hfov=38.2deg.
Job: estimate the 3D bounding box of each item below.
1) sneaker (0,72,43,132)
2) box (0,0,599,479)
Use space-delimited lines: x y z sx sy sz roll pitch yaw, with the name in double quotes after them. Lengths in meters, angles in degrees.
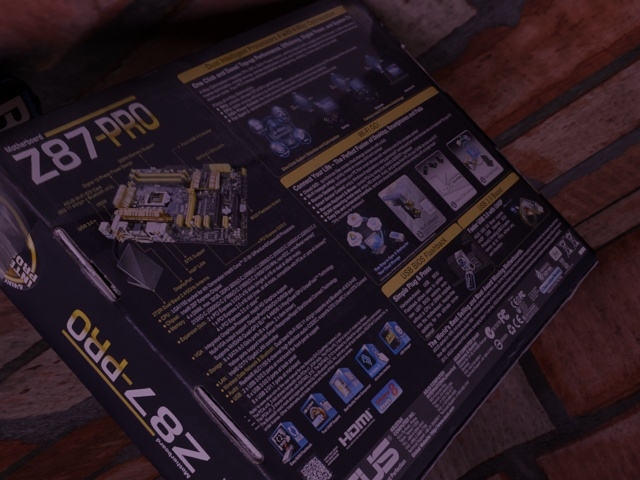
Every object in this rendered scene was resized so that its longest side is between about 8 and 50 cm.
-0.245 -0.067 0.615 0.121 0.079 0.217 -28 -158 -7 "sneaker"
0.000 0.000 0.661 0.395 0.318 0.097 -38 175 -46 "box"
